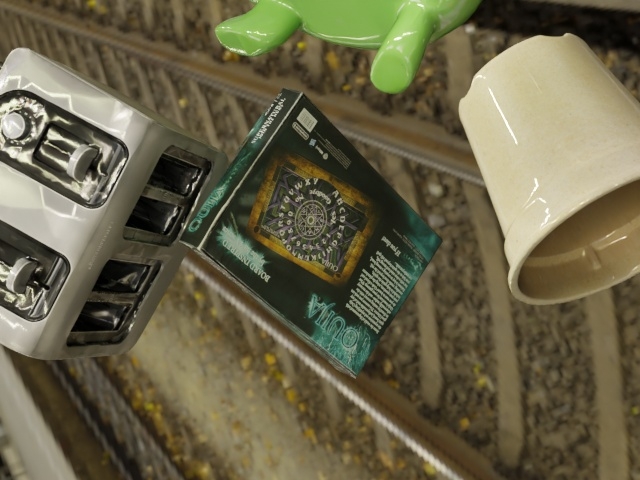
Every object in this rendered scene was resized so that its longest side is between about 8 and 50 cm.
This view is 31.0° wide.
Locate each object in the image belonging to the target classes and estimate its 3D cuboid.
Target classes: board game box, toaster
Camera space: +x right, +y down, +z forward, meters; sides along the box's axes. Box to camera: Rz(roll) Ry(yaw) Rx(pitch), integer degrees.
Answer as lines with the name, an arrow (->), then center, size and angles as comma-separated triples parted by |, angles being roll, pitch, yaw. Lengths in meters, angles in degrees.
board game box -> 0.000, 0.000, 0.803 | 0.026, 0.126, 0.186 | 21, 163, 48
toaster -> -0.159, -0.016, 0.755 | 0.110, 0.168, 0.185 | 29, -177, 14

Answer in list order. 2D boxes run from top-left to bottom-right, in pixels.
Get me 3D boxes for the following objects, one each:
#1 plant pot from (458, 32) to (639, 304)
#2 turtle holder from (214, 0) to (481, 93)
plant pot -> 0.363, -0.122, 1.699 | 0.334, 0.334, 0.305 | 104, 147, -55
turtle holder -> 0.041, -0.254, 0.701 | 0.243, 0.227, 0.320 | 46, 155, -20
